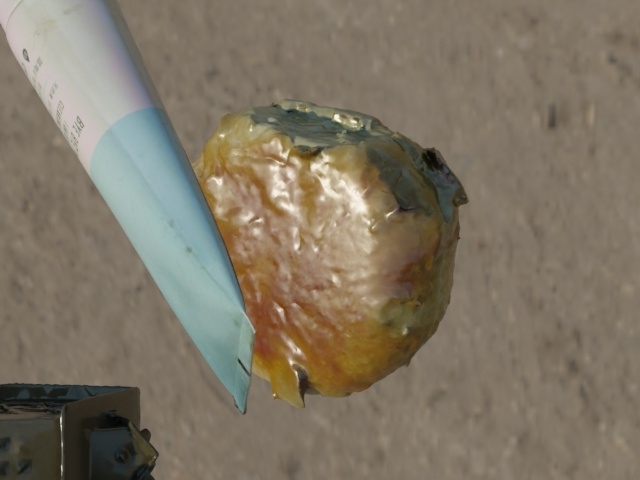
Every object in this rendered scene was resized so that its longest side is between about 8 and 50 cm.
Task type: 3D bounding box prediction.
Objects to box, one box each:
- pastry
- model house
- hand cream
[{"bbox_3d":[0.000,0.000,1.387,0.100,0.229,0.218,-24,89,-53],"label":"pastry"},{"bbox_3d":[-0.170,0.217,1.452,0.243,0.211,0.204,-1,5,-31],"label":"model house"},{"bbox_3d":[-0.104,-0.053,1.124,0.070,0.111,0.312,-24,68,-18],"label":"hand cream"}]
